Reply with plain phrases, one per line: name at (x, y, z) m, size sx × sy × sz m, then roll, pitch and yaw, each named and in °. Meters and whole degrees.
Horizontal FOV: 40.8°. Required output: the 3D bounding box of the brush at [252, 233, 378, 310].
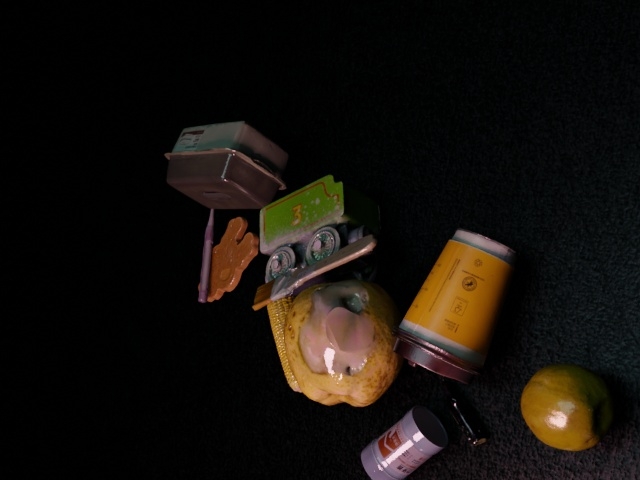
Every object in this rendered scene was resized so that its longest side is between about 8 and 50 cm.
brush at (-0.015, 0.061, 1.789) m, size 0.337 × 0.020 × 0.085 m, roll -28°, pitch 29°, yaw 32°

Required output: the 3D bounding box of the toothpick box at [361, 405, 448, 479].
toothpick box at (0.167, 0.414, 1.723) m, size 0.153 × 0.101 × 0.101 m, roll -47°, pitch 52°, yaw 24°

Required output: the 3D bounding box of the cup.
cup at (0.267, 0.128, 1.661) m, size 0.196 × 0.196 × 0.279 m, roll 21°, pitch 85°, yaw 44°

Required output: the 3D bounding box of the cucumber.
cucumber at (0.273, 0.330, 1.692) m, size 0.043 × 0.039 × 0.163 m, roll -36°, pitch 56°, yaw 5°

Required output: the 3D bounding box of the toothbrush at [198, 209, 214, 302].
toothbrush at (-0.299, -0.001, 2.287) m, size 0.029 × 0.024 × 0.354 m, roll -31°, pitch 50°, yaw 50°

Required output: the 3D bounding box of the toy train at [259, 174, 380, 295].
toy train at (0.000, 0.000, 1.951) m, size 0.307 × 0.173 × 0.248 m, roll -24°, pitch 55°, yaw 37°

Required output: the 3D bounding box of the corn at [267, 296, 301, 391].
corn at (-0.066, 0.230, 2.003) m, size 0.081 × 0.081 × 0.248 m, roll -35°, pitch 57°, yaw 31°

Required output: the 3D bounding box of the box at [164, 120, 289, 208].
box at (-0.237, -0.184, 2.180) m, size 0.291 × 0.220 × 0.166 m, roll 2°, pitch 68°, yaw 44°

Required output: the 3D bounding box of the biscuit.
biscuit at (-0.242, 0.057, 2.243) m, size 0.236 × 0.040 × 0.144 m, roll -57°, pitch 40°, yaw 19°

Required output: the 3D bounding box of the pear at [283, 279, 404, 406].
pear at (0.050, 0.212, 1.784) m, size 0.271 × 0.271 × 0.271 m, roll -13°, pitch 70°, yaw 40°

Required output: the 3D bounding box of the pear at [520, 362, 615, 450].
pear at (0.428, 0.287, 1.490) m, size 0.162 × 0.149 × 0.148 m, roll 5°, pitch 82°, yaw 61°
